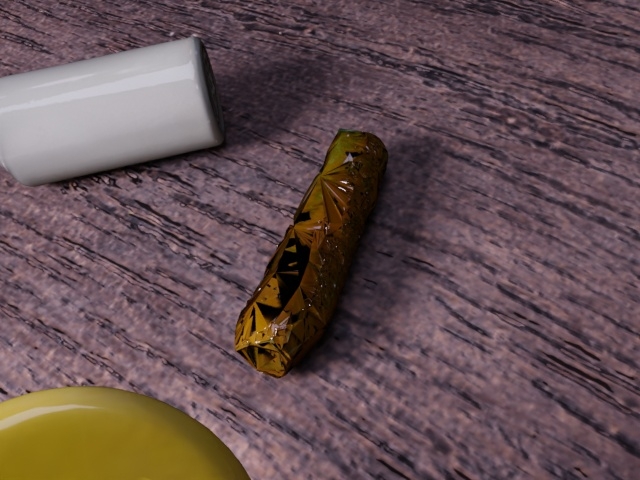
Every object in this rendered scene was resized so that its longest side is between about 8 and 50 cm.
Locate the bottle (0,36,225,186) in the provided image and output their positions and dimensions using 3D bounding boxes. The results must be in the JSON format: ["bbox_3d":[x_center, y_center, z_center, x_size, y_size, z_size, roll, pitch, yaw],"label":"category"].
[{"bbox_3d":[-0.216,-0.111,0.730,0.245,0.104,0.104,-12,49,1],"label":"bottle"}]

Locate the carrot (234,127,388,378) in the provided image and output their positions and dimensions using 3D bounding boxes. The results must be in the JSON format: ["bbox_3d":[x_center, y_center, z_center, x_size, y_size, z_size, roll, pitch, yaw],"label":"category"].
[{"bbox_3d":[0.000,-0.001,0.622,0.068,0.069,0.229,10,52,19],"label":"carrot"}]

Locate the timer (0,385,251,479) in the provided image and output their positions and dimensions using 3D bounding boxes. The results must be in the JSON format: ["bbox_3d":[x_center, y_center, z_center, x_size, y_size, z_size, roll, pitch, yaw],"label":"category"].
[{"bbox_3d":[-0.184,0.263,0.278,0.386,0.376,0.376,-12,48,-16],"label":"timer"}]
